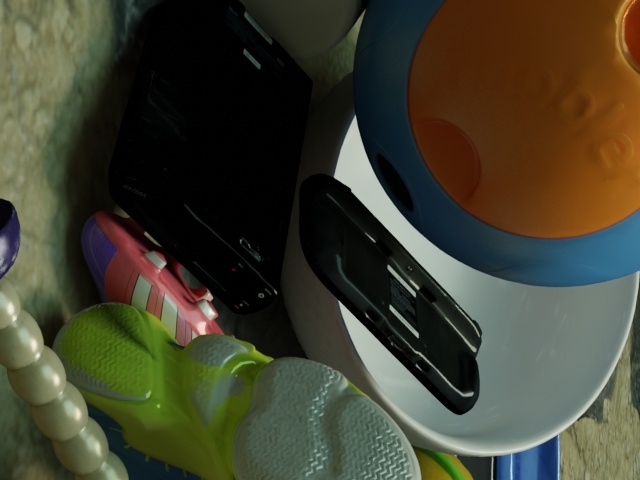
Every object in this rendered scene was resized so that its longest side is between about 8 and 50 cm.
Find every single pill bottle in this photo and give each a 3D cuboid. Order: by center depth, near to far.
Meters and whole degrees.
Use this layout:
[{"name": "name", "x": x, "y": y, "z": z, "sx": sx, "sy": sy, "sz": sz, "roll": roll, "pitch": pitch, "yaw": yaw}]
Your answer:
[{"name": "pill bottle", "x": 0.003, "y": -0.228, "z": 1.292, "sx": 0.208, "sy": 0.117, "sz": 0.118, "roll": -58, "pitch": 143, "yaw": -51}]

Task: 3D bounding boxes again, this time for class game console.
[{"name": "game console", "x": 0.000, "y": 0.000, "z": 1.195, "sx": 0.361, "sy": 0.044, "sz": 0.213, "roll": 45, "pitch": 35, "yaw": -30}]

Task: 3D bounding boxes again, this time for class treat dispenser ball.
[{"name": "treat dispenser ball", "x": 0.166, "y": -0.111, "z": 1.222, "sx": 0.288, "sy": 0.288, "sz": 0.288, "roll": 1, "pitch": 90, "yaw": -68}]

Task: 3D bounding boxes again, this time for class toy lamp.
[{"name": "toy lamp", "x": -0.134, "y": 0.105, "z": 0.960, "sx": 0.275, "sy": 0.080, "sz": 0.080, "roll": 66, "pitch": 32, "yaw": -27}]

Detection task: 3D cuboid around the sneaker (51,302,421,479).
[{"name": "sneaker", "x": -0.049, "y": 0.123, "z": 1.048, "sx": 0.091, "sy": 0.240, "sz": 0.126, "roll": -51, "pitch": 157, "yaw": -32}]

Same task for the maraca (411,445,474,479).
[{"name": "maraca", "x": 0.093, "y": 0.252, "z": 1.507, "sx": 0.099, "sy": 0.127, "sz": 0.186, "roll": -29, "pitch": 100, "yaw": -44}]

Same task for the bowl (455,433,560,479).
[{"name": "bowl", "x": 0.155, "y": 0.248, "z": 1.744, "sx": 0.391, "sy": 0.077, "sz": 0.391, "roll": 2, "pitch": 90, "yaw": -68}]

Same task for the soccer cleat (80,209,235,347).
[{"name": "soccer cleat", "x": -0.093, "y": 0.083, "z": 1.133, "sx": 0.248, "sy": 0.095, "sz": 0.083, "roll": 53, "pitch": 3, "yaw": -38}]

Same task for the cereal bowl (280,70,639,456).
[{"name": "cereal bowl", "x": 0.095, "y": 0.005, "z": 1.422, "sx": 0.339, "sy": 0.141, "sz": 0.339, "roll": 5, "pitch": 81, "yaw": -37}]
